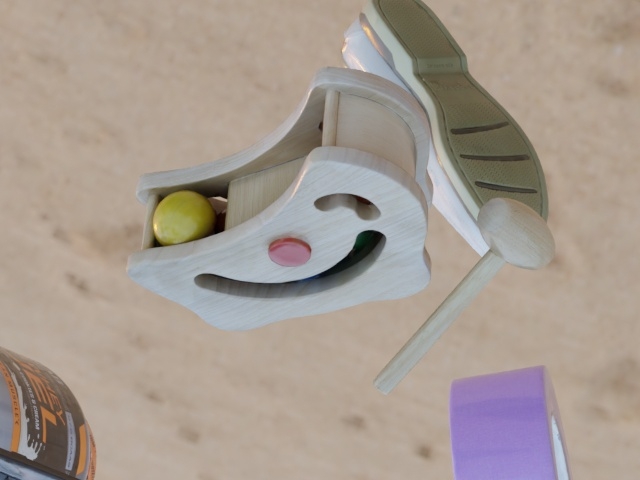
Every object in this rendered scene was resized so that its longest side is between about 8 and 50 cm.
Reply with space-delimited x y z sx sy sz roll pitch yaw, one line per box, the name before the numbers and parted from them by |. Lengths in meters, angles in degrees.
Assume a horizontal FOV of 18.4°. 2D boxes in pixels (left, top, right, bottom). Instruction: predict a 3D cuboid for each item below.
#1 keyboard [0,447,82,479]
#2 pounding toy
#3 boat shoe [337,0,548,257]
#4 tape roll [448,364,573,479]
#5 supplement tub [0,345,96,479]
keyboard | -0.155 0.185 1.296 0.317 0.033 0.201 16 162 34
pounding toy | 0.000 0.000 1.255 0.269 0.155 0.154 -13 142 22
boat shoe | 0.107 -0.089 1.801 0.113 0.302 0.103 2 139 -37
tape roll | 0.186 0.255 1.800 0.090 0.275 0.275 -11 146 9
supplement tub | -0.329 0.182 1.772 0.193 0.194 0.316 12 171 18
